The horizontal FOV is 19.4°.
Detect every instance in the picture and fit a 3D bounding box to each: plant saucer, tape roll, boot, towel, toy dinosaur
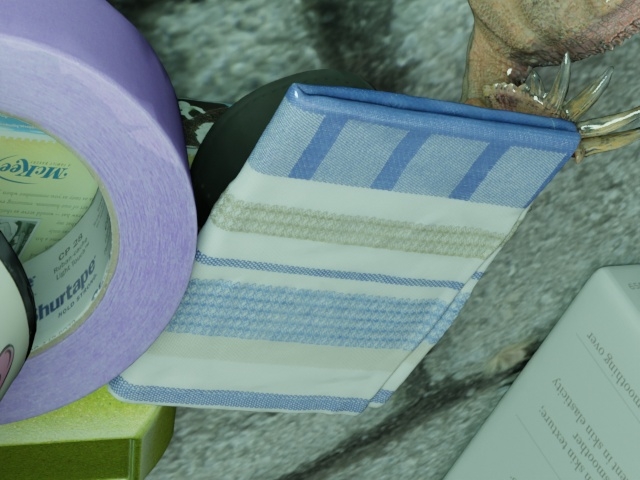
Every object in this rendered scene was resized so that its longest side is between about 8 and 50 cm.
[{"bbox_3d":[-0.192,0.137,1.290,0.188,0.045,0.188,-2,159,-7],"label":"plant saucer"},{"bbox_3d":[-0.209,-0.023,1.041,0.275,0.090,0.275,-5,129,-6],"label":"tape roll"},{"bbox_3d":[0.000,0.000,1.243,0.263,0.091,0.229,-42,147,27],"label":"boot"},{"bbox_3d":[0.009,0.014,1.136,0.209,0.034,0.285,5,138,-30],"label":"towel"},{"bbox_3d":[0.167,-0.156,1.163,0.127,0.200,0.296,4,141,-36],"label":"toy dinosaur"}]

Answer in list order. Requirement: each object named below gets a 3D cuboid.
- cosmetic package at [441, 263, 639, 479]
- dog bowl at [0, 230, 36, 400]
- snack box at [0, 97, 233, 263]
[{"bbox_3d":[0.354,0.265,1.762,0.327,0.329,0.394,-2,136,-40],"label":"cosmetic package"},{"bbox_3d":[-0.348,0.059,0.872,0.408,0.150,0.408,7,150,4],"label":"dog bowl"},{"bbox_3d":[-0.140,-0.010,1.233,0.322,0.060,0.187,4,130,-43],"label":"snack box"}]
